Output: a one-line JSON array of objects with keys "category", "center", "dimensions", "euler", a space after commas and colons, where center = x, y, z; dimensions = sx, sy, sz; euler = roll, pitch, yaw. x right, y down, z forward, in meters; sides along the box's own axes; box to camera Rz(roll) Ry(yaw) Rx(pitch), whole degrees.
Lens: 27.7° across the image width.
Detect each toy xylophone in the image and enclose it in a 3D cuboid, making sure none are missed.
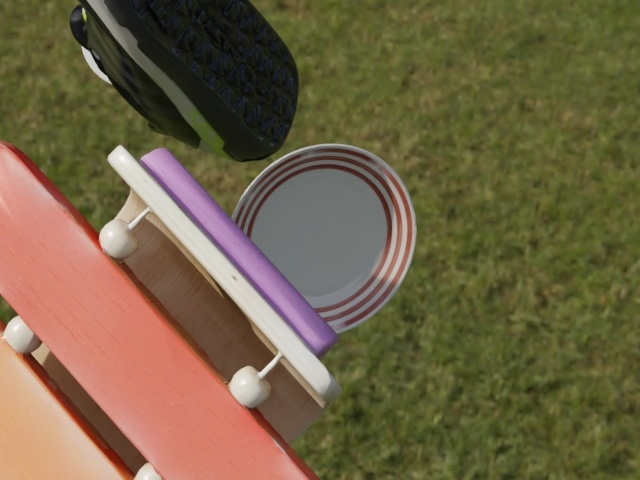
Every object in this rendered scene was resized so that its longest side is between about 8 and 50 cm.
[{"category": "toy xylophone", "center": [-0.107, 0.126, 0.495], "dimensions": [0.236, 0.323, 0.081], "euler": [39, 9, 9]}]

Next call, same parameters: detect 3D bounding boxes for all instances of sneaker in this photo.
[{"category": "sneaker", "center": [-0.094, -0.109, 0.636], "dimensions": [0.097, 0.235, 0.084], "euler": [7, 61, 27]}]

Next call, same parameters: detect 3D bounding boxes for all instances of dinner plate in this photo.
[{"category": "dinner plate", "center": [0.000, 0.000, 0.903], "dimensions": [0.141, 0.141, 0.017], "euler": [-5, 21, -19]}]

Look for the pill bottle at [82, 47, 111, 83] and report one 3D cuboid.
[{"category": "pill bottle", "center": [-0.148, -0.207, 1.186], "dimensions": [0.108, 0.108, 0.193], "euler": [11, 28, 6]}]
